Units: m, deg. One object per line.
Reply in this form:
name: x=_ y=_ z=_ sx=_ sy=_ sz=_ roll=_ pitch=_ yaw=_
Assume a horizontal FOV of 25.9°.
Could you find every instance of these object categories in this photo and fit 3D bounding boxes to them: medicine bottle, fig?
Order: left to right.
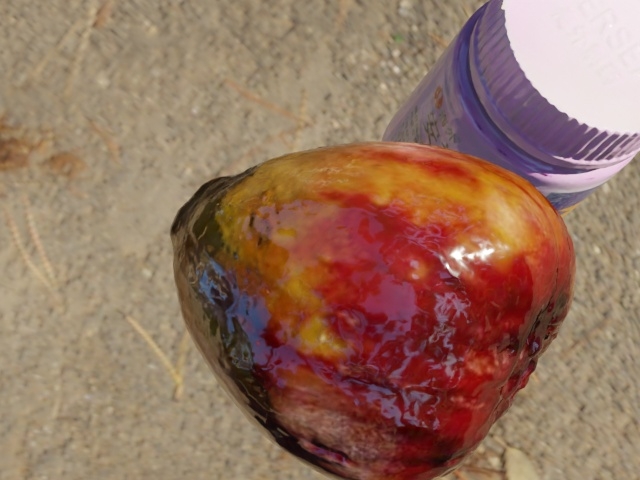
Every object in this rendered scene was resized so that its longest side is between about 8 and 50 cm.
fig: x=0.035 y=0.042 z=0.897 sx=0.263 sy=0.224 sz=0.224 roll=6 pitch=76 yaw=-14
medicine bottle: x=0.174 y=-0.107 z=1.172 sx=0.178 sy=0.291 sz=0.178 roll=6 pitch=69 yaw=-16
